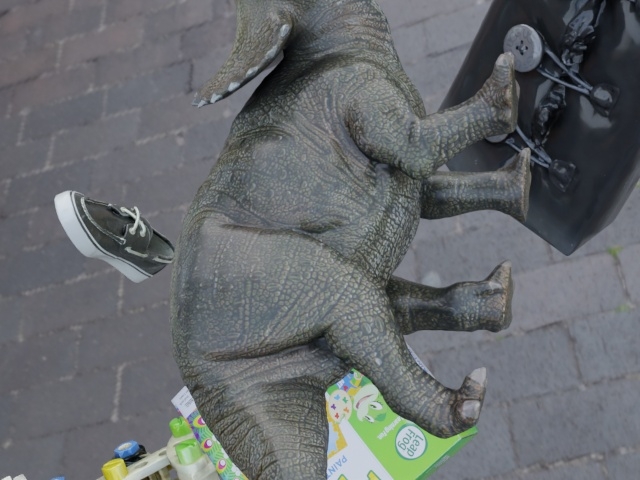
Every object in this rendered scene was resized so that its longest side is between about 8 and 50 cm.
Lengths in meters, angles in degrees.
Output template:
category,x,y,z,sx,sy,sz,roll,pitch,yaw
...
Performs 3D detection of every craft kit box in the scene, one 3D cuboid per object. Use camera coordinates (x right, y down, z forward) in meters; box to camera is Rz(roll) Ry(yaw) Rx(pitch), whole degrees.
category,x,y,z,sx,sy,sz,roll,pitch,yaw
craft kit box,-0.006,0.183,0.946,0.250,0.061,0.246,-48,68,19

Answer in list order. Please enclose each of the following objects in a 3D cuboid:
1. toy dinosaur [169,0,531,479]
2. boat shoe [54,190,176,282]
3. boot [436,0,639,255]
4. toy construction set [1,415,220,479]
category,x,y,z,sx,sy,sz,roll,pitch,yaw
toy dinosaur,0.000,0.000,0.386,0.160,0.121,0.313,6,80,19
boat shoe,-0.244,-0.014,1.107,0.070,0.219,0.077,-24,67,8
boot,0.191,-0.255,0.772,0.146,0.445,0.367,-19,56,-23
toy construction set,-0.234,0.315,1.095,0.328,0.151,0.215,-8,6,-30
